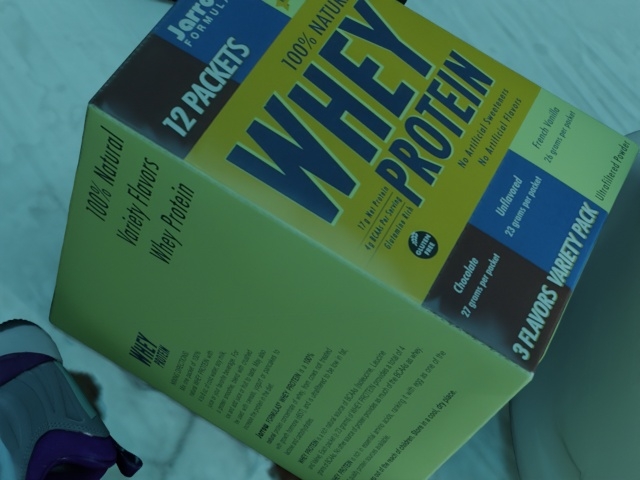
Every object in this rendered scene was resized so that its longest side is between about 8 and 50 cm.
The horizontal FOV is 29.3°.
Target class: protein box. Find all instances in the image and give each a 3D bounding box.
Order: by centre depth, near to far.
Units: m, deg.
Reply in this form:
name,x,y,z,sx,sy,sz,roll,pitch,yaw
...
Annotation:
name,x,y,z,sx,sy,sz,roll,pitch,yaw
protein box,0.000,0.000,0.581,0.201,0.200,0.136,31,56,2

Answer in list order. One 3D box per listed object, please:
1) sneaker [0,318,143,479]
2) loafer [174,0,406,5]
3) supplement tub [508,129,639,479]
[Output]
name,x,y,z,sx,sy,sz,roll,pitch,yaw
sneaker,-0.180,0.129,0.524,0.098,0.083,0.223,47,58,6
loafer,-0.027,-0.178,0.759,0.170,0.062,0.061,10,54,-14
supplement tub,0.278,0.071,0.612,0.316,0.228,0.228,6,60,-15
